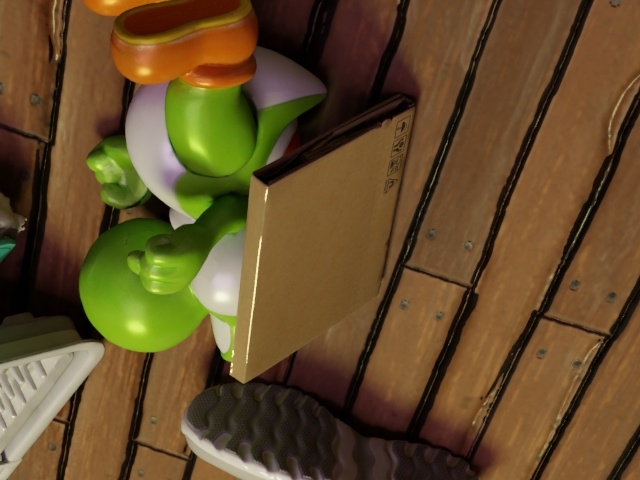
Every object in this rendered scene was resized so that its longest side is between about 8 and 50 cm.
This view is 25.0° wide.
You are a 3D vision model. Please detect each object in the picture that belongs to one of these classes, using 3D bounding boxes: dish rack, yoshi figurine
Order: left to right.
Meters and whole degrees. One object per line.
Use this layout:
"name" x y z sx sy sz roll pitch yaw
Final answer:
"dish rack" -0.376 0.175 1.327 0.333 0.285 0.072 -47 66 40
"yoshi figurine" -0.122 -0.036 1.111 0.203 0.203 0.362 15 135 25

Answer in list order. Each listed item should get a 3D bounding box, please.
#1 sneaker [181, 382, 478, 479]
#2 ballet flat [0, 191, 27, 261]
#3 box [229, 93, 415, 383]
"sneaker" -0.001 0.225 1.329 0.281 0.105 0.115 23 131 -3
"ballet flat" -0.402 0.054 1.314 0.147 0.147 0.409 36 126 -14
"box" 0.000 0.000 1.115 0.021 0.164 0.201 36 137 28
